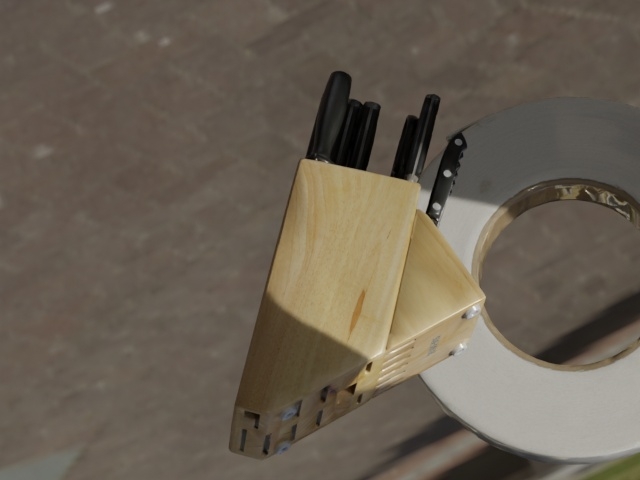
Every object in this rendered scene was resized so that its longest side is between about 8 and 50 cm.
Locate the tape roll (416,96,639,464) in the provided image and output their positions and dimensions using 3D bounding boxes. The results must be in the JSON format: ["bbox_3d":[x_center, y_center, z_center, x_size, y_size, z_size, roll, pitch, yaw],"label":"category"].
[{"bbox_3d":[0.263,0.040,1.865,0.392,0.392,0.072,-25,164,1],"label":"tape roll"}]

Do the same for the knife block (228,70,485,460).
[{"bbox_3d":[0.000,0.000,1.332,0.275,0.242,0.088,-27,156,-20],"label":"knife block"}]
